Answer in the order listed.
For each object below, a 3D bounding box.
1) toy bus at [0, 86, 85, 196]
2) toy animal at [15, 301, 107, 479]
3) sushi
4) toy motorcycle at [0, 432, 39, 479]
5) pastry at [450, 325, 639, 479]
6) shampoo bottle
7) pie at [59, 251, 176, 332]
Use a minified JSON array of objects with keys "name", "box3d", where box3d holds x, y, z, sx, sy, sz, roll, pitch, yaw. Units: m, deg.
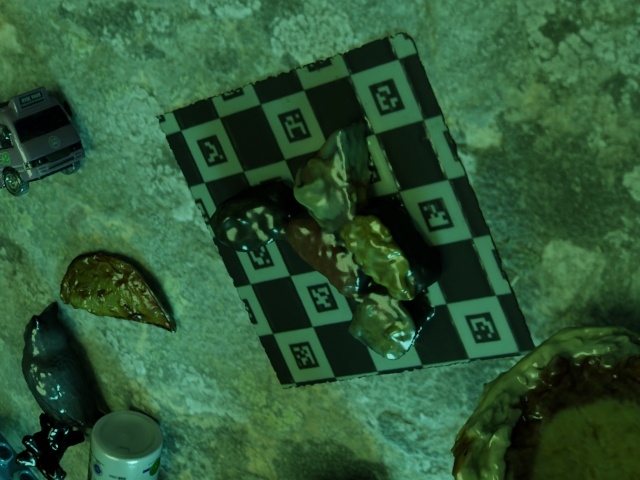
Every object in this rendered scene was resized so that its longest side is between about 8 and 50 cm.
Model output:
[{"name":"toy bus","box3d":[-0.370,-0.109,1.642,0.199,0.096,0.108,-6,106,43]},{"name":"toy animal","box3d":[-0.323,0.188,1.781,0.117,0.121,0.210,9,115,12]},{"name":"sushi","box3d":[0.000,0.000,1.436,0.359,0.064,0.343,-12,106,42]},{"name":"toy motorcycle","box3d":[-0.533,0.213,1.905,0.232,0.172,0.416,-36,92,36]},{"name":"pastry","box3d":[0.236,0.220,1.279,0.256,0.237,0.170,49,168,-5]},{"name":"shampoo bottle","box3d":[-0.261,0.359,1.827,0.092,0.092,0.303,28,129,23]},{"name":"pie","box3d":[-0.256,0.057,1.692,0.191,0.033,0.088,11,117,34]}]
